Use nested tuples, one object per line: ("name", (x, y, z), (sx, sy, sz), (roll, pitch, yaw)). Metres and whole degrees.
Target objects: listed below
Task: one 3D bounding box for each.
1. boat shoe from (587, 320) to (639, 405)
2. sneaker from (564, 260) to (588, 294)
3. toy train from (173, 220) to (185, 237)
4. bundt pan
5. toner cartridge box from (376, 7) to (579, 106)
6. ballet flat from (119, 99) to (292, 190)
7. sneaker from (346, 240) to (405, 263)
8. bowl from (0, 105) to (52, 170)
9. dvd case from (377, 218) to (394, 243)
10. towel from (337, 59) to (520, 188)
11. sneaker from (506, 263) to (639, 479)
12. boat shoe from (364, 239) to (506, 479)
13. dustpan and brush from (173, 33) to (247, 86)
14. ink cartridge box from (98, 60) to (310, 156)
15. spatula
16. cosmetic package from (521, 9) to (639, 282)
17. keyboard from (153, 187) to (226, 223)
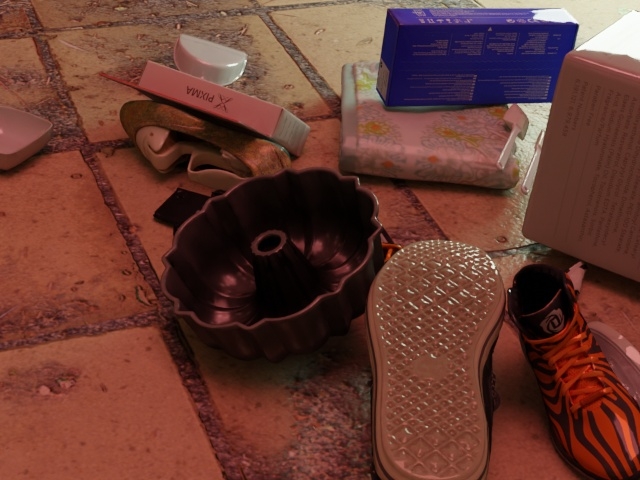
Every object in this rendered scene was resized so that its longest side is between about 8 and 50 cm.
("boat shoe", (0.412, 0.197, 1.668), (0.081, 0.079, 0.227), (-30, 42, -7))
("sneaker", (0.392, 0.066, 1.904), (0.044, 0.040, 0.109), (52, 41, 8))
("toy train", (-0.166, 0.003, 1.920), (0.158, 0.036, 0.027), (21, 37, 22))
("bundt pan", (-0.055, 0.045, 1.739), (0.331, 0.124, 0.331), (-13, 41, 12))
("toner cartridge box", (0.283, -0.334, 2.211), (0.347, 0.165, 0.075), (-2, 36, -15))
("ballet flat", (-0.219, -0.151, 2.082), (0.348, 0.123, 0.123), (19, 37, 19))
("sneaker", (0.125, 0.049, 1.838), (0.215, 0.083, 0.084), (10, 44, 6))
("bowl", (-0.554, -0.173, 2.118), (0.142, 0.053, 0.142), (20, 37, 19))
("dvd case", (0.000, 0.000, 1.962), (0.221, 0.018, 0.164), (-9, 35, -17))
("towel", (0.194, -0.225, 2.254), (0.320, 0.090, 0.374), (4, 35, 0))
("sneaker", (0.318, 0.163, 1.580), (0.124, 0.180, 0.321), (-29, 47, 4))
("boat shoe", (0.144, 0.174, 1.571), (0.186, 0.156, 0.500), (4, 38, 4))
("dustpan and brush", (-0.229, -0.329, 2.394), (0.147, 0.060, 0.211), (16, 27, -6))
("ink cartridge box", (-0.197, -0.245, 2.134), (0.296, 0.066, 0.261), (21, -1, 23))
("spatula", (0.372, -0.138, 2.135), (0.168, 0.019, 0.242), (47, 37, -10))
("cosmetic package", (0.585, -0.130, 1.924), (0.393, 0.327, 0.329), (23, 32, 25))
("keyboard", (-0.174, -0.045, 1.988), (0.180, 0.023, 0.108), (17, 46, 25))
